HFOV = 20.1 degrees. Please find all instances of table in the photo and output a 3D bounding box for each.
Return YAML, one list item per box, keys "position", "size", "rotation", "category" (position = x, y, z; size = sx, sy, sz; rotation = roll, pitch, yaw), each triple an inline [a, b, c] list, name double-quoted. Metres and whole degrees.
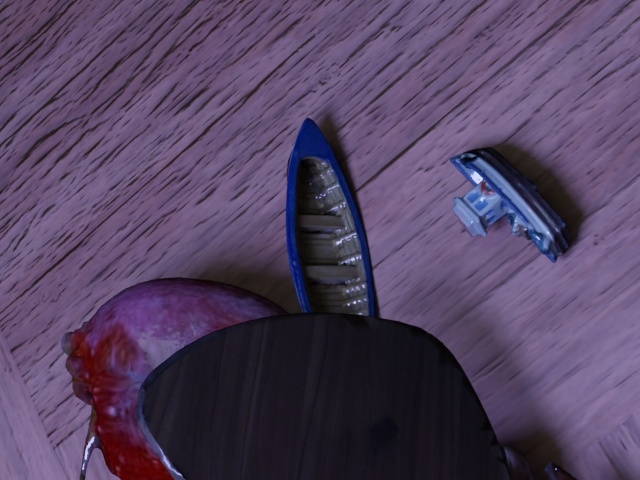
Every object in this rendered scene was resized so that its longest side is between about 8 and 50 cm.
- position: [-0.047, 0.230, 1.371]
  size: [0.249, 0.317, 0.317]
  rotation: [-53, 51, 37]
  category: "table"

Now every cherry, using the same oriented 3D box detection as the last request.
- position: [-0.101, 0.125, 1.567]
  size: [0.250, 0.175, 0.192]
  rotation: [-11, 79, 29]
  category: "cherry"

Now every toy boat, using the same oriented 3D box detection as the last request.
- position: [0.150, -0.028, 1.520]
  size: [0.066, 0.059, 0.140]
  rotation: [-37, 54, -2]
  category: "toy boat"
- position: [0.000, 0.000, 1.611]
  size: [0.046, 0.080, 0.228]
  rotation: [131, 134, -54]
  category: "toy boat"

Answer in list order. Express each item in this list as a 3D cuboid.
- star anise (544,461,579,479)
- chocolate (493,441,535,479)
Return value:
- position: [0.273, 0.256, 1.332]
  size: [0.272, 0.102, 0.272]
  rotation: [-6, 54, 9]
  category: "star anise"
- position: [0.128, 0.295, 1.417]
  size: [0.157, 0.080, 0.254]
  rotation: [-28, 54, 43]
  category: "chocolate"
